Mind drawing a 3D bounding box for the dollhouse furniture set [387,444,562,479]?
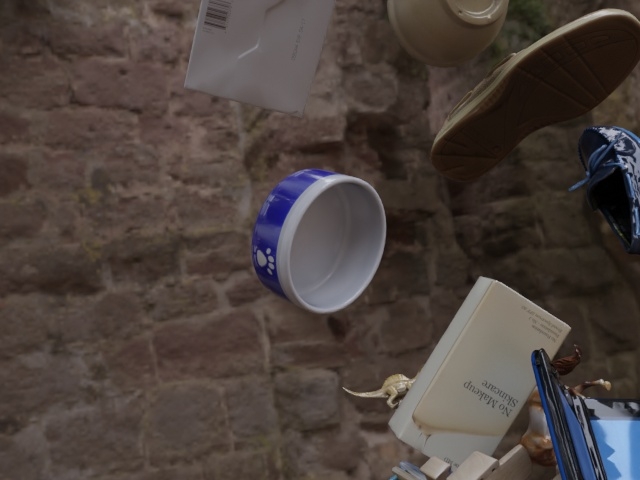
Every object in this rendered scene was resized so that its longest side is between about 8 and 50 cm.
[{"bbox_3d":[0.259,0.409,1.472,0.198,0.286,0.303,-32,22,-24],"label":"dollhouse furniture set"}]

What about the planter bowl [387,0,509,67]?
[{"bbox_3d":[0.182,-0.319,1.169,0.162,0.162,0.109,-5,1,-17],"label":"planter bowl"}]

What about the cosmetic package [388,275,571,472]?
[{"bbox_3d":[0.267,0.232,1.502,0.160,0.309,0.113,31,-1,-5],"label":"cosmetic package"}]

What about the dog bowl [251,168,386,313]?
[{"bbox_3d":[0.000,0.000,1.674,0.104,0.265,0.265,19,12,42],"label":"dog bowl"}]

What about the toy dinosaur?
[{"bbox_3d":[0.143,0.297,1.711,0.183,0.093,0.053,-18,-50,-5],"label":"toy dinosaur"}]

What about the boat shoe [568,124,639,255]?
[{"bbox_3d":[0.395,-0.077,1.170,0.089,0.109,0.258,-3,34,-11],"label":"boat shoe"}]

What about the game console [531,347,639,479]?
[{"bbox_3d":[0.448,0.308,1.288,0.173,0.293,0.250,-23,-51,17],"label":"game console"}]

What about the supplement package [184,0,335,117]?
[{"bbox_3d":[-0.091,-0.365,1.431,0.204,0.262,0.145,14,30,-8],"label":"supplement package"}]

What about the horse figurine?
[{"bbox_3d":[0.413,0.318,1.559,0.066,0.263,0.174,25,-18,-32],"label":"horse figurine"}]

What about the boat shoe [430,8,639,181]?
[{"bbox_3d":[0.287,-0.216,1.225,0.121,0.110,0.341,40,-51,-21],"label":"boat shoe"}]
